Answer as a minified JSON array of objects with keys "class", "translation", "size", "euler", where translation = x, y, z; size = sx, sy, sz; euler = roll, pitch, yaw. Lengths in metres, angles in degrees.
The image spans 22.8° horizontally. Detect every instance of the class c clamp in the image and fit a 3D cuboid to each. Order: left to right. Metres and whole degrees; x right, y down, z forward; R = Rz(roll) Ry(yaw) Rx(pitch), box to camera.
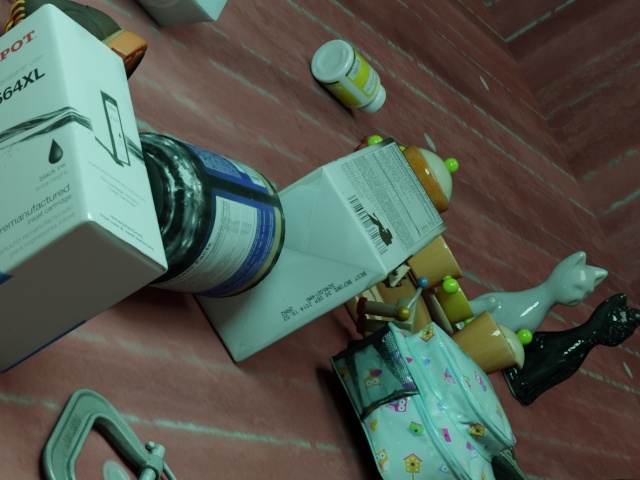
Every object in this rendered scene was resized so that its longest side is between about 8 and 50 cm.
[{"class":"c clamp","translation":[-0.139,0.170,1.114],"size":[0.137,0.022,0.160],"euler":[57,17,-10]}]

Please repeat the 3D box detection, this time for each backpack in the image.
[{"class":"backpack","translation":[0.110,0.187,1.579],"size":[0.166,0.144,0.188],"euler":[47,24,-51]}]

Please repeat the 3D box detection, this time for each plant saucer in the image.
[{"class":"plant saucer","translation":[0.077,0.066,1.854],"size":[0.200,0.037,0.200],"euler":[52,19,-25]}]

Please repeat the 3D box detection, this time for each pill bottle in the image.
[{"class":"pill bottle","translation":[-0.125,-0.021,1.294],"size":[0.219,0.123,0.122],"euler":[17,46,-65]},{"class":"pill bottle","translation":[0.042,-0.220,2.172],"size":[0.116,0.065,0.065],"euler":[39,27,-49]}]

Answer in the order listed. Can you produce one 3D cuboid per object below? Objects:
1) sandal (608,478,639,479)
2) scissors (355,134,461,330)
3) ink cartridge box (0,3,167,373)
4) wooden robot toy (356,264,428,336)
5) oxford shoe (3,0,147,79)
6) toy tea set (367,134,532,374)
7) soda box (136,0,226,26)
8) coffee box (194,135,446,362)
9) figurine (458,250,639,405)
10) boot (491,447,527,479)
[{"class":"sandal","translation":[0.391,0.390,1.874],"size":[0.445,0.168,0.107],"euler":[-92,164,-66]},{"class":"scissors","translation":[0.130,-0.014,2.151],"size":[0.297,0.021,0.109],"euler":[60,16,5]},{"class":"ink cartridge box","translation":[-0.199,-0.037,1.074],"size":[0.086,0.148,0.203],"euler":[37,27,-47]},{"class":"wooden robot toy","translation":[0.075,0.108,1.696],"size":[0.079,0.076,0.173],"euler":[-83,173,-53]},{"class":"oxford shoe","translation":[-0.231,-0.148,1.299],"size":[0.098,0.097,0.271],"euler":[39,14,1]},{"class":"toy tea set","translation":[0.165,0.010,1.968],"size":[0.336,0.124,0.200],"euler":[61,0,1]},{"class":"soda box","translation":[-0.200,-0.345,1.610],"size":[0.286,0.091,0.098],"euler":[45,60,-38]},{"class":"coffee box","translation":[0.000,0.000,1.531],"size":[0.118,0.168,0.297],"euler":[59,17,0]},{"class":"figurine","translation":[0.315,0.109,2.148],"size":[0.215,0.209,0.092],"euler":[40,26,-46]},{"class":"boot","translation":[0.185,0.239,1.794],"size":[0.236,0.085,0.178],"euler":[62,12,-8]}]
